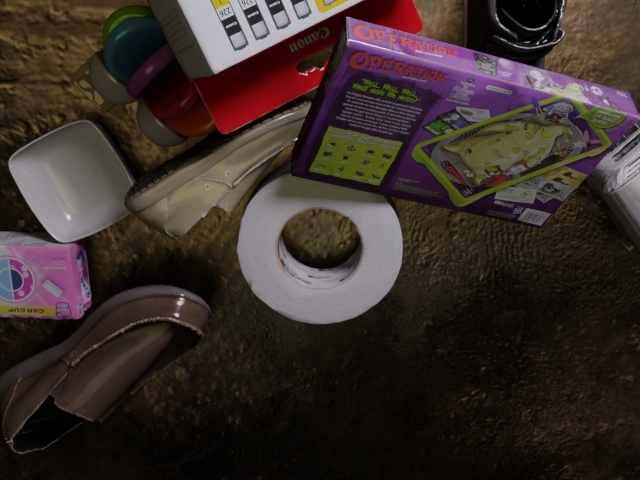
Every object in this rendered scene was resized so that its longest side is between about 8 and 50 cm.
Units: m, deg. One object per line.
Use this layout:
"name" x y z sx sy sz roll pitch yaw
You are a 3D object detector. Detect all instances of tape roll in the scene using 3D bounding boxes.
"tape roll" 0.000 0.000 0.954 0.219 0.072 0.219 0 110 1

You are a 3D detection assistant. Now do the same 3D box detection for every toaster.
"toaster" 0.446 -0.089 0.880 0.227 0.129 0.146 -42 101 16

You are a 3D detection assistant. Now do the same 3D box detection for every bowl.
"bowl" -0.319 -0.082 0.945 0.142 0.053 0.142 -24 106 10

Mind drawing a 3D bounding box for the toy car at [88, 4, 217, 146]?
"toy car" -0.185 -0.199 0.848 0.159 0.136 0.182 -42 109 12

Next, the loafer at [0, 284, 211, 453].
"loafer" -0.297 0.191 0.983 0.366 0.130 0.134 -33 137 19

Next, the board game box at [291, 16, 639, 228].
"board game box" 0.159 -0.122 0.829 0.347 0.056 0.208 11 144 -15

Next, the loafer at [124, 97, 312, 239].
"loafer" -0.118 -0.093 0.910 0.269 0.102 0.092 -29 118 3

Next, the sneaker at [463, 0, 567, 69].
"sneaker" 0.226 -0.202 0.837 0.105 0.147 0.295 -8 110 3

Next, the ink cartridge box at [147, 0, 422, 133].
"ink cartridge box" -0.025 -0.299 0.760 0.309 0.130 0.271 -31 108 -15

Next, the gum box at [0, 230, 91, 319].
"gum box" -0.415 0.047 0.988 0.189 0.062 0.107 1 110 1

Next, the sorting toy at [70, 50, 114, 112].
"sorting toy" -0.274 -0.214 0.919 0.083 0.012 0.062 -38 107 13
